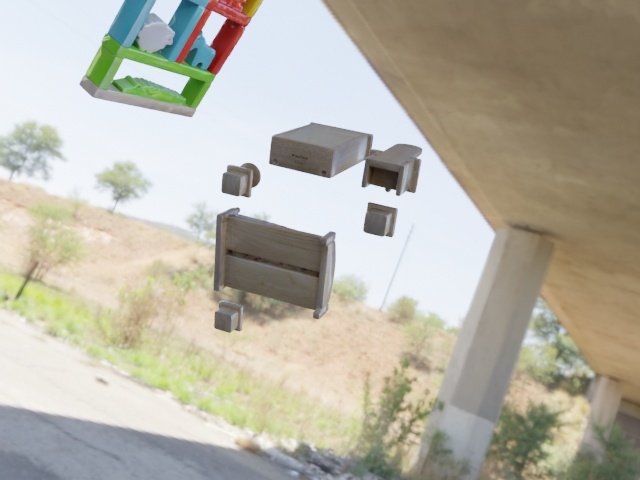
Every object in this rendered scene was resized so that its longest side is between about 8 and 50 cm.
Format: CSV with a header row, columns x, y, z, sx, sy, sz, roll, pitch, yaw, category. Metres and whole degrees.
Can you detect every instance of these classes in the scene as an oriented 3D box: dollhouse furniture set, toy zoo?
x,y,z,sx,sy,sz,roll,pitch,yaw,category
0.000,0.000,1.090,0.303,0.356,0.174,14,22,19,dollhouse furniture set
-0.144,-0.285,0.777,0.030,0.293,0.192,42,18,16,toy zoo
